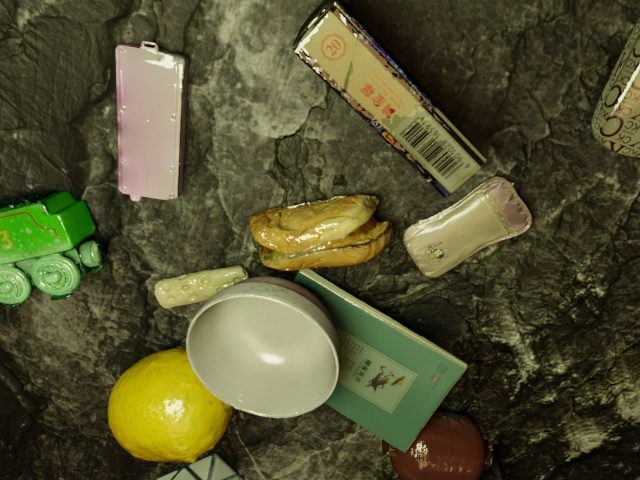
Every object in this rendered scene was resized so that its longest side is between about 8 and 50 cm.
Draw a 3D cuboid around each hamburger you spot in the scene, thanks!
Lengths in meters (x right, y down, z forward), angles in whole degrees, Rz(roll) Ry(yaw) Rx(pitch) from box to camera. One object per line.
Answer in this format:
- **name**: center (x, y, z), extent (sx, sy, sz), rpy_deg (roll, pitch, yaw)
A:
- **hamburger**: center (0.000, 0.000, 0.932), extent (0.262, 0.131, 0.124), rpy_deg (-11, 118, 12)

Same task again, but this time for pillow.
- **pillow**: center (0.273, -0.021, 0.969), extent (0.233, 0.038, 0.130), rpy_deg (-32, 111, 19)

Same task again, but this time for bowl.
- **bowl**: center (-0.095, 0.184, 0.977), extent (0.287, 0.143, 0.286), rpy_deg (5, 118, 9)

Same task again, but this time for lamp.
- **lamp**: center (0.258, 0.472, 1.172), extent (0.258, 0.180, 0.180), rpy_deg (12, 118, -6)

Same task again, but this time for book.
- **book**: center (0.071, 0.251, 1.056), extent (0.379, 0.031, 0.264), rpy_deg (31, 117, 7)

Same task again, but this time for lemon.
- **lemon**: center (-0.308, 0.340, 1.066), extent (0.288, 0.233, 0.233), rpy_deg (-16, 118, 21)

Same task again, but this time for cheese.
- **cheese**: center (-0.237, 0.091, 1.032), extent (0.194, 0.043, 0.064), rpy_deg (-10, 120, 6)

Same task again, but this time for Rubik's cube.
- **Rubik's cube**: center (-0.298, 0.699, 1.276), extent (0.205, 0.207, 0.205), rpy_deg (-28, 114, 15)

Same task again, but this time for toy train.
- **toy train**: center (-0.528, 0.011, 0.945), extent (0.243, 0.132, 0.188), rpy_deg (-10, 110, 6)

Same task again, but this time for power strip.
- **power strip**: center (-0.288, -0.195, 0.876), extent (0.109, 0.037, 0.278), rpy_deg (8, 118, -5)

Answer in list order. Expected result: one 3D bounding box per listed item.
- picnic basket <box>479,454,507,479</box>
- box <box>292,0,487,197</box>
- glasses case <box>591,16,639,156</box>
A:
- **picnic basket**: center (0.333, 0.618, 1.246), extent (0.297, 0.222, 0.129), rpy_deg (-14, 95, 8)
- **box**: center (0.102, -0.221, 0.768), extent (0.310, 0.198, 0.084), rpy_deg (40, 113, -19)
- **glasses case**: center (0.549, -0.298, 0.786), extent (0.137, 0.085, 0.354), rpy_deg (12, 118, -7)
